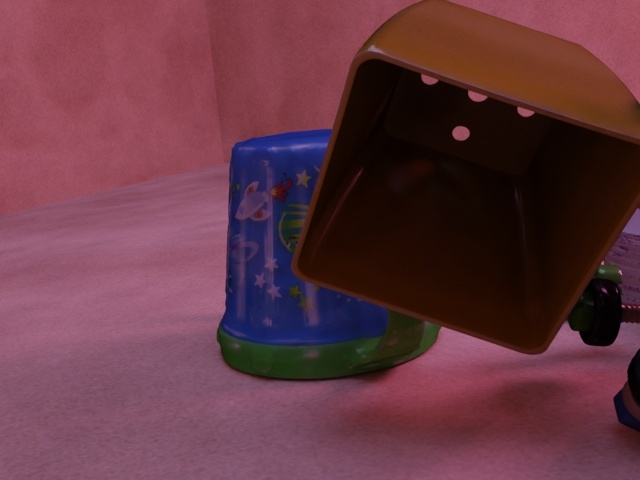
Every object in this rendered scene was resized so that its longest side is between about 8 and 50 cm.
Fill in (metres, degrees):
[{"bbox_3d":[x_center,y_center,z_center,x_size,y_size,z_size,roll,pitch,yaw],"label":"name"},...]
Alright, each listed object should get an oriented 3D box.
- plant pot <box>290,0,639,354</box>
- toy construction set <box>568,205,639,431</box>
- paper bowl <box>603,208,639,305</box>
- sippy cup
[{"bbox_3d":[0.117,-0.072,0.686,0.212,0.212,0.187,18,41,0],"label":"plant pot"},{"bbox_3d":[0.339,-0.011,0.638,0.237,0.309,0.257,4,33,0],"label":"toy construction set"},{"bbox_3d":[0.459,-0.014,0.956,0.284,0.148,0.284,-6,12,1],"label":"paper bowl"},{"bbox_3d":[0.000,0.000,0.900,0.305,0.224,0.240,1,13,29],"label":"sippy cup"}]
